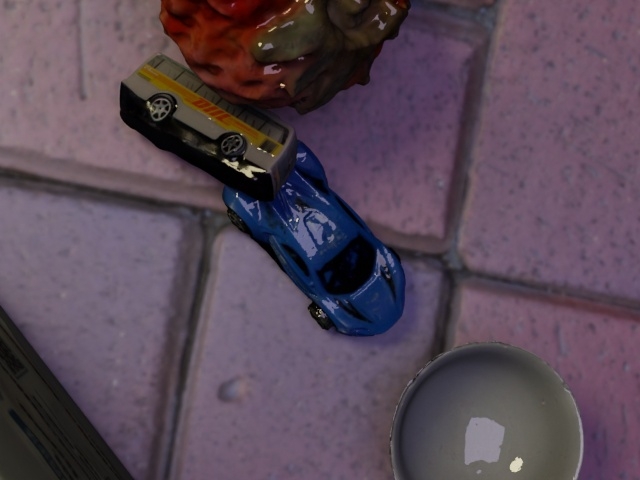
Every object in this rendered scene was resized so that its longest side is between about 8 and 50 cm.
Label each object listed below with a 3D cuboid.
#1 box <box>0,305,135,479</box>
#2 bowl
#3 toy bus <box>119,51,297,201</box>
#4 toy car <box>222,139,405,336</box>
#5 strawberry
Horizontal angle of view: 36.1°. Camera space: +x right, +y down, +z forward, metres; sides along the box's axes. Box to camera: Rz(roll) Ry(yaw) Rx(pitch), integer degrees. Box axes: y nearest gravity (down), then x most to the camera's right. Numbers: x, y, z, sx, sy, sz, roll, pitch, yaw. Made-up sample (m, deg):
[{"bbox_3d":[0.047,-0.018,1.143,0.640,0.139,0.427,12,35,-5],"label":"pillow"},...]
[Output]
[{"bbox_3d":[-0.212,0.187,0.706,0.111,0.396,0.396,-38,94,-9],"label":"box"},{"bbox_3d":[0.145,0.189,0.935,0.189,0.086,0.189,1,85,-11],"label":"bowl"},{"bbox_3d":[-0.099,-0.103,0.882,0.172,0.057,0.072,30,66,17],"label":"toy bus"},{"bbox_3d":[0.000,0.000,0.925,0.103,0.063,0.216,-42,95,-11],"label":"toy car"},{"bbox_3d":[-0.082,-0.254,0.873,0.265,0.149,0.336,-20,67,-48],"label":"strawberry"}]
